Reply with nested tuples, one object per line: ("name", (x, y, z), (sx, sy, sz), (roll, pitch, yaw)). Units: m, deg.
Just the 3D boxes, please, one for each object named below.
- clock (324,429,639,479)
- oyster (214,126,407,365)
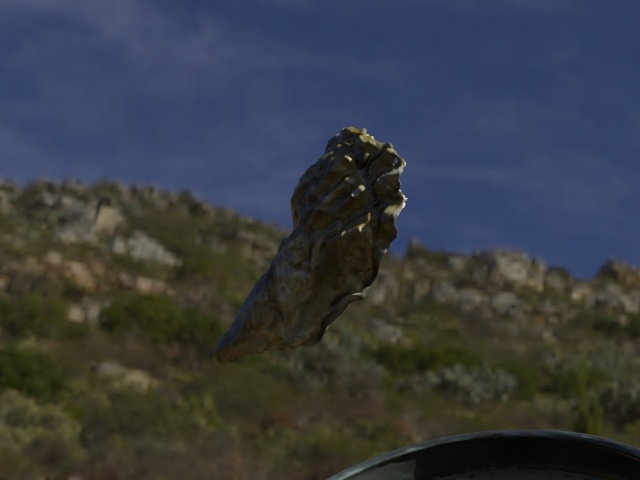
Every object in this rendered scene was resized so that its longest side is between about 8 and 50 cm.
("clock", (0.126, 0.266, 1.286), (0.386, 0.386, 0.076), (-4, -69, 19))
("oyster", (0.000, 0.000, 0.927), (0.045, 0.122, 0.146), (28, -42, -21))
